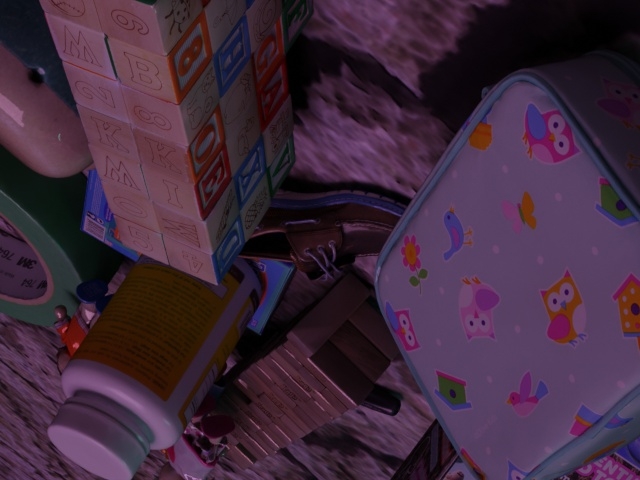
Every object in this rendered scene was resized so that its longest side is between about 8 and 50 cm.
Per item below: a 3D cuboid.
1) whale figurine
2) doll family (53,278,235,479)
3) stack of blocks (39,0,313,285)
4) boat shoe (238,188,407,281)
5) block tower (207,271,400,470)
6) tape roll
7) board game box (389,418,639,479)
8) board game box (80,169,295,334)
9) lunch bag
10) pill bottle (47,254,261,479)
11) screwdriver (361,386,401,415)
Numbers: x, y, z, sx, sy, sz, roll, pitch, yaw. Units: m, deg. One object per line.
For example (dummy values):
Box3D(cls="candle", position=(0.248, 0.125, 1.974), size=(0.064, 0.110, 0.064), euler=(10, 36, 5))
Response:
Box3D(cls="whale figurine", position=(-0.239, -0.153, 1.042), size=(0.216, 0.141, 0.272), euler=(44, 173, -20))
Box3D(cls="doll family", position=(-0.162, 0.149, 1.312), size=(0.263, 0.118, 0.163), euler=(46, 137, 17))
Box3D(cls="stack of blocks", position=(-0.081, -0.125, 0.860), size=(0.087, 0.171, 0.297), euler=(22, 150, 17))
Box3D(cls="boat shoe", position=(0.000, 0.000, 1.065), size=(0.183, 0.066, 0.066), euler=(4, 147, 27))
Box3D(cls="block tower", position=(-0.031, 0.144, 1.287), size=(0.097, 0.091, 0.335), euler=(44, 149, -1))
Box3D(cls="tape roll", position=(-0.366, -0.035, 1.365), size=(0.321, 0.077, 0.321), euler=(23, 149, 14))
Box3D(cls="board game box", position=(0.177, 0.246, 1.047), size=(0.232, 0.291, 0.141), euler=(35, -167, -4))
Box3D(cls="board game box", position=(-0.121, -0.008, 1.202), size=(0.210, 0.047, 0.160), euler=(31, 150, 2))
Box3D(cls="lunch bag", position=(0.153, 0.019, 0.827), size=(0.224, 0.108, 0.279), euler=(62, 144, 23))
Box3D(cls="pill bottle", position=(-0.148, 0.101, 1.124), size=(0.117, 0.215, 0.117), euler=(22, 149, 14))
Box3D(cls="screwdriver", position=(0.011, 0.147, 1.350), size=(0.170, 0.024, 0.025), euler=(21, 179, 31))
